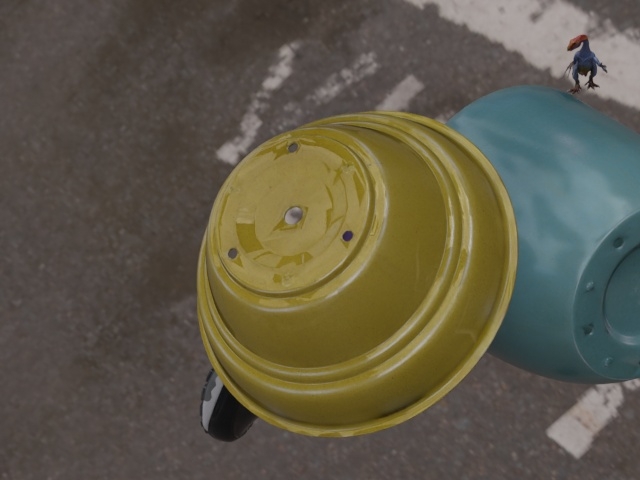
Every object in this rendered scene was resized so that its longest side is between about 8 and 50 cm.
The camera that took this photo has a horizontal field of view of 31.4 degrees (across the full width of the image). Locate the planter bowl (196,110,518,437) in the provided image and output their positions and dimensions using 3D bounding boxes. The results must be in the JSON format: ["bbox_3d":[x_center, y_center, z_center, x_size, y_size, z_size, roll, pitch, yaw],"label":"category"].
[{"bbox_3d":[0.000,0.000,0.675,0.217,0.090,0.217,-11,64,22],"label":"planter bowl"}]

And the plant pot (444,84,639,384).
[{"bbox_3d":[0.258,0.010,1.156,0.293,0.293,0.235,-48,32,-3],"label":"plant pot"}]

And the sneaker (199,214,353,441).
[{"bbox_3d":[-0.005,0.091,1.024,0.124,0.107,0.283,34,112,9],"label":"sneaker"}]

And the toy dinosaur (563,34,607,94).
[{"bbox_3d":[0.307,-0.214,1.350,0.047,0.082,0.090,-9,34,4],"label":"toy dinosaur"}]
